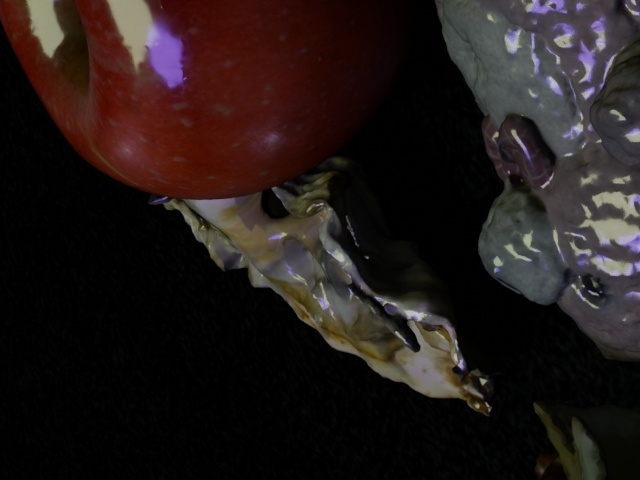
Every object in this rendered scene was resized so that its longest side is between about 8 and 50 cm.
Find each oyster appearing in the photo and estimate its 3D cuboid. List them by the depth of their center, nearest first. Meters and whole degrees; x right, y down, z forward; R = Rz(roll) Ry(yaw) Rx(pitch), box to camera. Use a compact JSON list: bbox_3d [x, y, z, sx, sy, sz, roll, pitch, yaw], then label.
[{"bbox_3d":[0.000,-0.004,1.169,0.354,0.107,0.201,28,165,38],"label":"oyster"}]

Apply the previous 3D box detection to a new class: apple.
[{"bbox_3d":[-0.068,-0.155,1.024,0.260,0.216,0.260,37,138,43],"label":"apple"}]

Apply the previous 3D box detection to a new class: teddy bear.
[{"bbox_3d":[0.132,-0.068,0.839,0.236,0.151,0.267,-138,34,-73],"label":"teddy bear"}]

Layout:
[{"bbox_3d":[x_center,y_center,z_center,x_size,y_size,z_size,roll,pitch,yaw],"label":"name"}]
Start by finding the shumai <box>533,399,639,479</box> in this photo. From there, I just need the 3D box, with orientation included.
[{"bbox_3d":[0.182,0.221,0.824,0.292,0.288,0.330,30,134,45],"label":"shumai"}]
